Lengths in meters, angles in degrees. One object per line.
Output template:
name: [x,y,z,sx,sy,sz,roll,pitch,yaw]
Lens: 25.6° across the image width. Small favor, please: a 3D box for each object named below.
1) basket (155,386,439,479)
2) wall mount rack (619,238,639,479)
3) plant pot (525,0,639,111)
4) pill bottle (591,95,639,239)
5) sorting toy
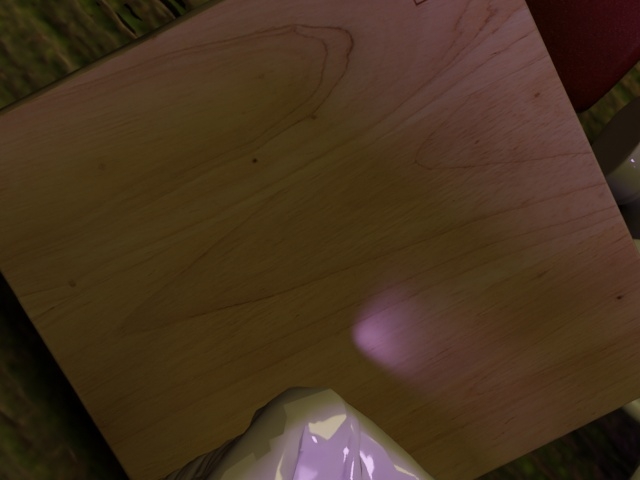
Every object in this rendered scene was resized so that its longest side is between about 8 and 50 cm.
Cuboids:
basket: [-0.026,0.292,0.502,0.328,0.266,0.331,43,58,-9]
wall mount rack: [0.231,0.172,0.789,0.350,0.130,0.304,35,55,-13]
plant pot: [0.142,-0.281,0.840,0.267,0.236,0.267,23,61,-21]
pill bottle: [0.250,-0.016,0.883,0.169,0.094,0.094,35,58,-14]
sorting toy: [0.000,0.000,0.672,0.257,0.089,0.255,-27,108,3]
